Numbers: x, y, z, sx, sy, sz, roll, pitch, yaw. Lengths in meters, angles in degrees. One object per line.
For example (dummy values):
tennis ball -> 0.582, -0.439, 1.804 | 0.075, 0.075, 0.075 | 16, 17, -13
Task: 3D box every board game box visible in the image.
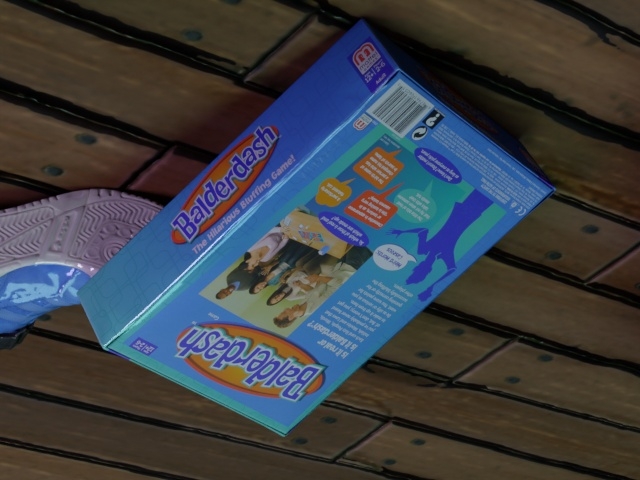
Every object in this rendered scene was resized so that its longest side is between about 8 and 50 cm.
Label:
board game box -> 0.000, 0.000, 1.056 | 0.210, 0.047, 0.160 | -43, 139, 12

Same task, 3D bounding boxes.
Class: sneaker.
sneaker -> -0.150, 0.019, 1.083 | 0.152, 0.058, 0.084 | -8, 155, -19
